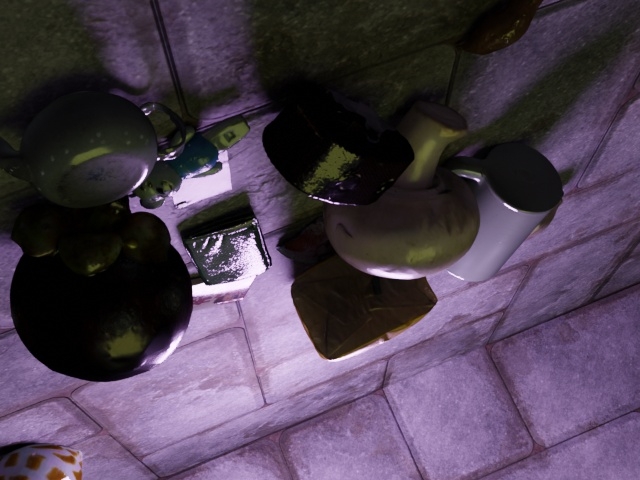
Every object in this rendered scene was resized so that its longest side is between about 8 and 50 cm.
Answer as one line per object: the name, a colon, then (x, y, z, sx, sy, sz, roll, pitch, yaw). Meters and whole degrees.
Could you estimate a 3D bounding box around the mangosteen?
mangosteen: (-0.378, 0.086, 1.505, 0.330, 0.330, 0.330, -21, 158, -9)

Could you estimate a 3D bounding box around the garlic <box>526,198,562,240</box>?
garlic: (0.539, -0.045, 2.438, 0.148, 0.128, 0.266, 17, 146, -42)

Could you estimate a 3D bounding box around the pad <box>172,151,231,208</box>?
pad: (-0.219, -0.118, 1.591, 0.116, 0.004, 0.193, -20, 157, -12)

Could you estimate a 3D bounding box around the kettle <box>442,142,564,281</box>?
kettle: (0.387, -0.079, 2.097, 0.205, 0.265, 0.318, -49, 174, -34)

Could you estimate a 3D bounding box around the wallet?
wallet: (-0.194, 0.019, 1.862, 0.160, 0.055, 0.236, -20, 152, -4)

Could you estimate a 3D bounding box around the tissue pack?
tissue pack: (0.092, 0.143, 2.090, 0.293, 0.228, 0.382, -26, 172, -4)

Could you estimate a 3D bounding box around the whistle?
whistle: (-0.221, -0.132, 1.462, 0.235, 0.077, 0.114, -30, 133, 7)

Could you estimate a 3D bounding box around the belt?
belt: (0.027, -0.150, 1.520, 0.289, 0.184, 0.164, 8, 133, -50)

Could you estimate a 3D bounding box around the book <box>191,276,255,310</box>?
book: (-0.266, 0.122, 2.062, 0.232, 0.022, 0.162, -13, 155, -28)

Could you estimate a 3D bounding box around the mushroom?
mushroom: (0.187, -0.068, 1.748, 0.356, 0.315, 0.315, -36, 156, 11)

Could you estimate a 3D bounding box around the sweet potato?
sweet potato: (0.330, -0.375, 1.490, 0.226, 0.068, 0.068, -36, 155, 26)

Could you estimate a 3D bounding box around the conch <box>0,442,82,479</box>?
conch: (-0.816, 0.686, 2.559, 0.249, 0.197, 0.368, 10, 167, 12)

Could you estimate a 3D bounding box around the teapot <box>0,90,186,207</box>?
teapot: (-0.334, -0.137, 1.270, 0.294, 0.129, 0.193, -16, 157, -25)

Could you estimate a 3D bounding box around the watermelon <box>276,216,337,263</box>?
watermelon: (0.000, 0.000, 2.003, 0.187, 0.071, 0.139, -16, 153, -18)
